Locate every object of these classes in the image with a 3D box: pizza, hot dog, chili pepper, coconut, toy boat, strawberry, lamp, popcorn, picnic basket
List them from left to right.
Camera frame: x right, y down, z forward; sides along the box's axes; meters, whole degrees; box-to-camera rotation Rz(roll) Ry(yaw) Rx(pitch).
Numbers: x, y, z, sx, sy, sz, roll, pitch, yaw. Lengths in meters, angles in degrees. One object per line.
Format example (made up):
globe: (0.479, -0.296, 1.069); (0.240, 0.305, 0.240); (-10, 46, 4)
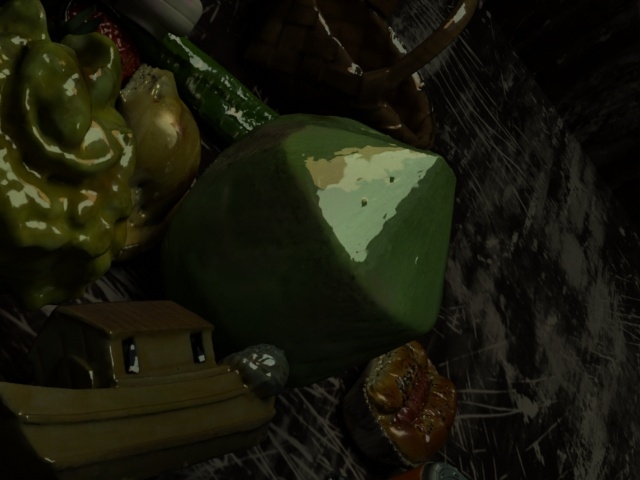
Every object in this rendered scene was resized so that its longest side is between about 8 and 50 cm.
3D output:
popcorn: (-0.280, -0.078, 1.314); (0.250, 0.235, 0.241); (16, 49, -50)
strawberry: (-0.243, -0.182, 1.668); (0.148, 0.131, 0.131); (40, 28, -38)
lamp: (-0.219, -0.313, 1.660); (0.246, 0.108, 0.179); (40, 5, 8)
toy boat: (-0.169, 0.130, 1.375); (0.445, 0.136, 0.162); (-4, 82, -65)
pizza: (-0.172, -0.066, 1.632); (0.204, 0.081, 0.188); (-61, 153, -58)
chili pepper: (-0.183, -0.230, 1.924); (0.359, 0.076, 0.085); (43, 62, -28)
coconut: (0.000, 0.000, 1.659); (0.328, 0.328, 0.281); (14, 50, -60)
picnic basket: (0.093, -0.290, 2.255); (0.337, 0.337, 0.293); (47, 24, -24)
hot dog: (0.105, 0.203, 1.950); (0.144, 0.075, 0.268); (54, 20, -3)

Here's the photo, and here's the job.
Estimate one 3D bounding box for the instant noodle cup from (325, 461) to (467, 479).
instant noodle cup: (0.111, 0.322, 1.738); (0.208, 0.125, 0.177); (52, 22, -16)

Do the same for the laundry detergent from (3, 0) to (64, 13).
laundry detergent: (-0.299, -0.267, 1.727); (0.226, 0.070, 0.099); (39, 6, -41)
